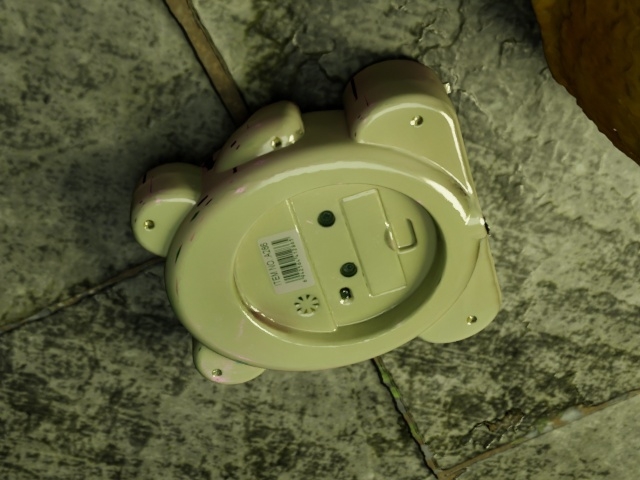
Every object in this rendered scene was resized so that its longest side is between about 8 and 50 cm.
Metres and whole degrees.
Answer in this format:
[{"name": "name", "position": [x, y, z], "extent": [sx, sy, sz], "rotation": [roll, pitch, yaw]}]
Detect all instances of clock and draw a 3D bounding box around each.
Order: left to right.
[{"name": "clock", "position": [0.000, 0.000, 1.010], "extent": [0.309, 0.114, 0.284], "rotation": [-16, 125, 4]}]

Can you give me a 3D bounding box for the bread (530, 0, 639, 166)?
[{"name": "bread", "position": [0.364, -0.217, 0.836], "extent": [0.398, 0.215, 0.398], "rotation": [-11, 137, -11]}]
